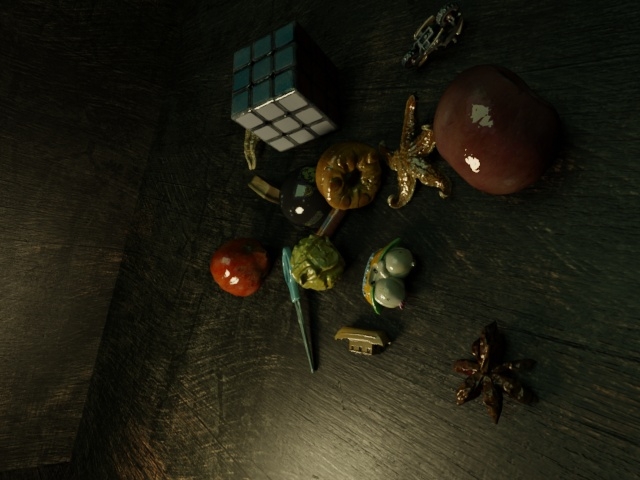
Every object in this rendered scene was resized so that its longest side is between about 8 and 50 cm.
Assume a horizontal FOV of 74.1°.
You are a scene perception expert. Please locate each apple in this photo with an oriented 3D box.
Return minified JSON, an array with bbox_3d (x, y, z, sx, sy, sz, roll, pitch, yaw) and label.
[{"bbox_3d":[0.412,-0.261,1.013,0.235,0.305,0.306,-53,46,37],"label":"apple"}]

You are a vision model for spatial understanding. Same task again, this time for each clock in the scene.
[{"bbox_3d":[0.206,0.105,1.245,0.144,0.103,0.231,13,91,45],"label":"clock"}]

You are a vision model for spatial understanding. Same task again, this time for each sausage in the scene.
[{"bbox_3d":[0.000,0.000,1.522,0.348,0.053,0.053,-57,46,18],"label":"sausage"}]

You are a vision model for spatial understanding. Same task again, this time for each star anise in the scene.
[{"bbox_3d":[0.393,0.315,0.999,0.196,0.111,0.213,-40,59,40],"label":"star anise"}]

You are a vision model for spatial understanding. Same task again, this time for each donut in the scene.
[{"bbox_3d":[0.092,-0.211,1.369,0.227,0.226,0.114,-61,36,14],"label":"donut"}]

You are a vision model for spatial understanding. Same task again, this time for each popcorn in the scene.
[{"bbox_3d":[-0.011,0.078,1.425,0.167,0.185,0.188,-37,41,4],"label":"popcorn"}]

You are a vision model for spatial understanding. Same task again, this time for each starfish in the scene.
[{"bbox_3d":[-0.241,-0.566,1.910,0.323,0.082,0.433,-23,65,28],"label":"starfish"},{"bbox_3d":[0.275,-0.248,1.241,0.303,0.112,0.312,-55,49,55],"label":"starfish"}]

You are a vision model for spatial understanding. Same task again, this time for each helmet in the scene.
[{"bbox_3d":[-0.069,-0.165,1.564,0.278,0.160,0.231,-34,58,34],"label":"helmet"}]

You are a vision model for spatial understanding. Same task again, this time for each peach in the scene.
[{"bbox_3d":[-0.303,0.097,1.691,0.256,0.232,0.233,-20,65,39],"label":"peach"}]

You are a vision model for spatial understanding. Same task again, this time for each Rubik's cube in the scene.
[{"bbox_3d":[-0.127,-0.558,1.595,0.300,0.303,0.306,-14,67,29],"label":"Rubik's cube"}]

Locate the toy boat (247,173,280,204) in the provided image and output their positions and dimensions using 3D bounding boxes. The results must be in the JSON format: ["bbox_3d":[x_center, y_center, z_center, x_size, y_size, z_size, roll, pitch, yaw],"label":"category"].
[{"bbox_3d":[-0.234,-0.223,1.783,0.188,0.116,0.061,38,102,42],"label":"toy boat"}]

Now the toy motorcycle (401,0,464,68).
[{"bbox_3d":[0.352,-0.617,1.300,0.094,0.129,0.229,59,137,14],"label":"toy motorcycle"}]

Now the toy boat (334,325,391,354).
[{"bbox_3d":[0.125,0.309,1.306,0.200,0.057,0.077,-1,85,46],"label":"toy boat"}]

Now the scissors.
[{"bbox_3d":[-0.078,0.244,1.511,0.193,0.029,0.448,115,143,-68],"label":"scissors"}]
